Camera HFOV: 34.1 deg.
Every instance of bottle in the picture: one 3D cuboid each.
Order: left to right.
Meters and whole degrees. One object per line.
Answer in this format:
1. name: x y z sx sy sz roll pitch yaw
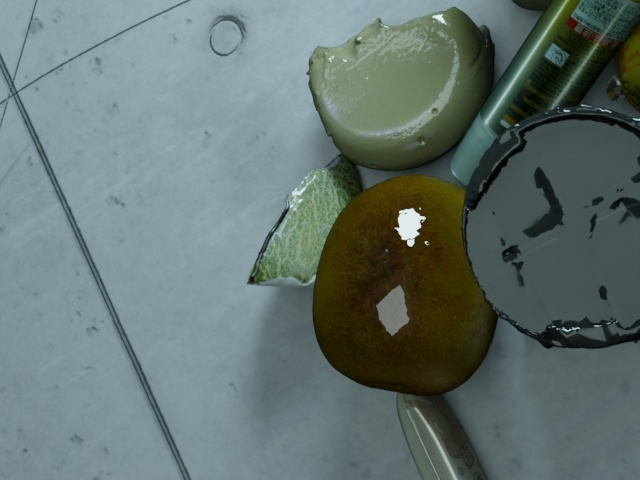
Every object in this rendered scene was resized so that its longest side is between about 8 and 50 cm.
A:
1. bottle: 0.230 -0.165 1.046 0.082 0.082 0.286 44 126 18

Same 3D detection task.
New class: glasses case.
1. glasses case: 0.140 0.246 1.116 0.051 0.081 0.204 -30 78 20

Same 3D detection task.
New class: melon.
1. melon: 0.004 0.002 1.194 0.139 0.093 0.202 38 71 -7

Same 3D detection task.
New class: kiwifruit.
1. kiwifruit: 0.093 0.042 1.084 0.196 0.196 0.234 9 68 22

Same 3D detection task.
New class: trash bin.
1. trash bin: 0.257 -0.001 0.961 0.252 0.301 0.203 -47 72 13

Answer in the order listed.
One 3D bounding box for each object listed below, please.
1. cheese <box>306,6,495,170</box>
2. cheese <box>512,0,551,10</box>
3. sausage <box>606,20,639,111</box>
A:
1. cheese: 0.099 -0.171 1.150 0.203 0.091 0.175 -25 78 17
2. cheese: 0.333 -0.426 1.043 0.351 0.130 0.328 -10 85 24
3. sausage: 0.441 -0.202 0.993 0.347 0.123 0.123 -15 81 21
